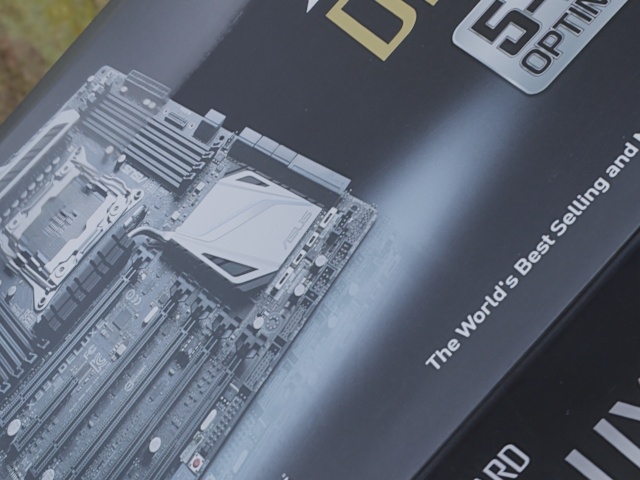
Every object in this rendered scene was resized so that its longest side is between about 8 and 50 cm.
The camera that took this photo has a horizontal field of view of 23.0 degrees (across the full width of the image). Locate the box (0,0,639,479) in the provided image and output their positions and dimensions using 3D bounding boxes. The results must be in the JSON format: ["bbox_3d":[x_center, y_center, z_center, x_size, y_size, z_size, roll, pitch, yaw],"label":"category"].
[{"bbox_3d":[0.000,0.000,0.414,0.076,0.307,0.242,39,-175,-37],"label":"box"}]
